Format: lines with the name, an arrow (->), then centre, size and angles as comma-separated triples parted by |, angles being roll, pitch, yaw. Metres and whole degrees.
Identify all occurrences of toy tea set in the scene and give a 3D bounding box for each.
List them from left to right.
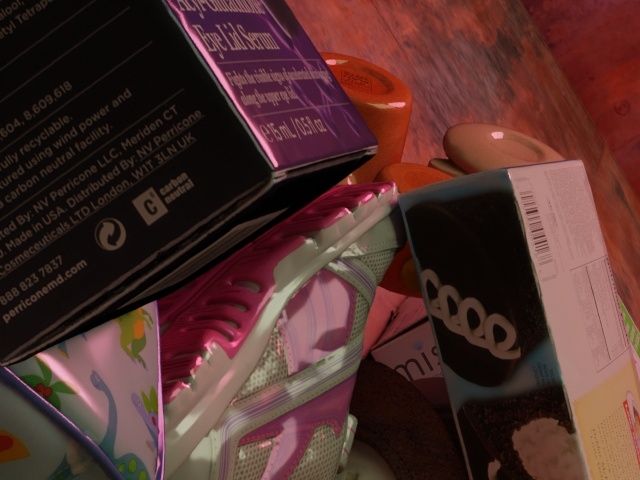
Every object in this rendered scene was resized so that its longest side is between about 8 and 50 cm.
toy tea set -> 0.000, 0.000, 1.098 | 0.200, 0.124, 0.336 | 30, 27, 20

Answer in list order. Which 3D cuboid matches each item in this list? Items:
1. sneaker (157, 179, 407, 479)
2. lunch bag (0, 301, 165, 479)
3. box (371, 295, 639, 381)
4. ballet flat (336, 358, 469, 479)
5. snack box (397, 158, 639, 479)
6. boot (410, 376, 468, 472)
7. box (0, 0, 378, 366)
sneaker -> -0.033, 0.060, 0.846 | 0.252, 0.103, 0.111 | -47, 123, -44
lunch bag -> -0.145, 0.002, 0.670 | 0.219, 0.090, 0.176 | 47, 20, -36
box -> 0.158, 0.116, 1.348 | 0.231, 0.126, 0.262 | 61, 16, -3
ballet flat -> 0.025, 0.174, 0.876 | 0.106, 0.107, 0.316 | 25, 35, -42
snack box -> 0.125, 0.123, 0.945 | 0.187, 0.060, 0.322 | -10, 86, -72
boot -> 0.099, 0.194, 1.032 | 0.123, 0.095, 0.258 | -98, 163, -49
box -> -0.092, -0.081, 0.633 | 0.207, 0.108, 0.153 | 57, 15, 1
